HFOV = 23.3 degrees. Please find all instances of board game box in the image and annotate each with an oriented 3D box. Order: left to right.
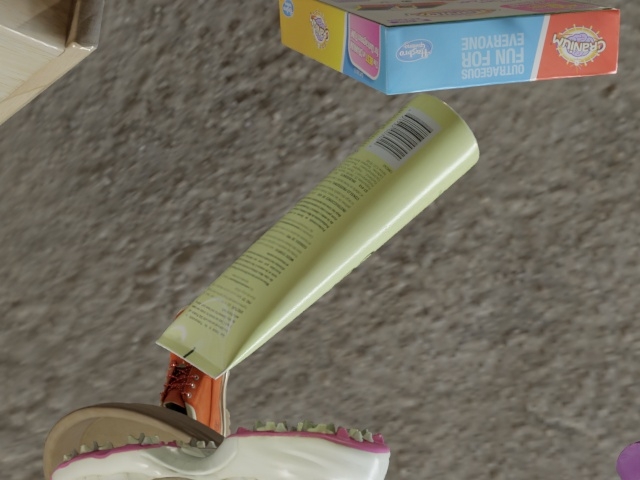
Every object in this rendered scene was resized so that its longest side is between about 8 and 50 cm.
[{"bbox_3d":[0.119,-0.216,1.571,0.242,0.316,0.064,-7,107,-17],"label":"board game box"}]

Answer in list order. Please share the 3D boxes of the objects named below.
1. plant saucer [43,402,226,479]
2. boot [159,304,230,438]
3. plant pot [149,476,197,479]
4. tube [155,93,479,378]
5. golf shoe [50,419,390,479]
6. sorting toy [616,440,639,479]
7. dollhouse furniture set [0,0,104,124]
[{"bbox_3d":[-0.126,0.248,1.389,0.278,0.278,0.041,48,47,-9],"label":"plant saucer"},{"bbox_3d":[-0.131,0.140,1.552,0.084,0.059,0.158,17,64,-65],"label":"boot"},{"bbox_3d":[-0.131,0.275,0.749,0.237,0.254,0.237,49,23,-29],"label":"plant pot"},{"bbox_3d":[0.000,0.000,1.008,0.240,0.070,0.062,-41,76,-17],"label":"tube"},{"bbox_3d":[-0.086,0.208,1.129,0.115,0.306,0.140,11,73,-49],"label":"golf shoe"},{"bbox_3d":[0.364,0.116,0.991,0.126,0.365,0.127,-12,81,-42],"label":"sorting toy"},{"bbox_3d":[-0.189,-0.235,0.693,0.174,0.303,0.355,21,60,-32],"label":"dollhouse furniture set"}]
